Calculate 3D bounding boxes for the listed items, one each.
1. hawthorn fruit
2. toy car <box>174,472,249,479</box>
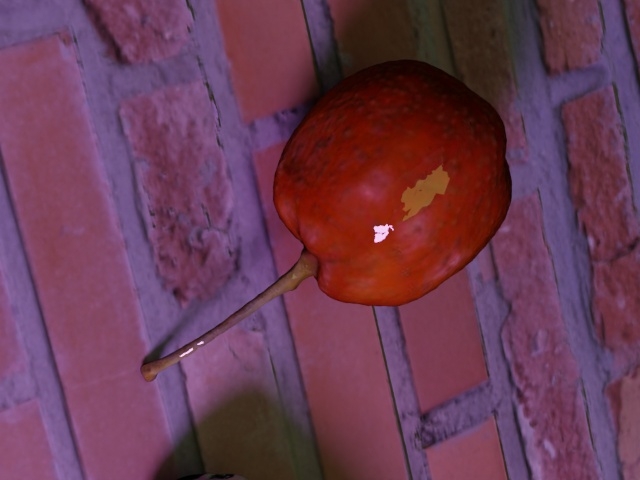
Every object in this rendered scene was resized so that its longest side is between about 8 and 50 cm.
[{"bbox_3d":[0.000,0.000,1.165,0.285,0.165,0.165,-39,115,-14],"label":"hawthorn fruit"},{"bbox_3d":[-0.027,0.229,1.202,0.224,0.090,0.076,51,41,-25],"label":"toy car"}]
